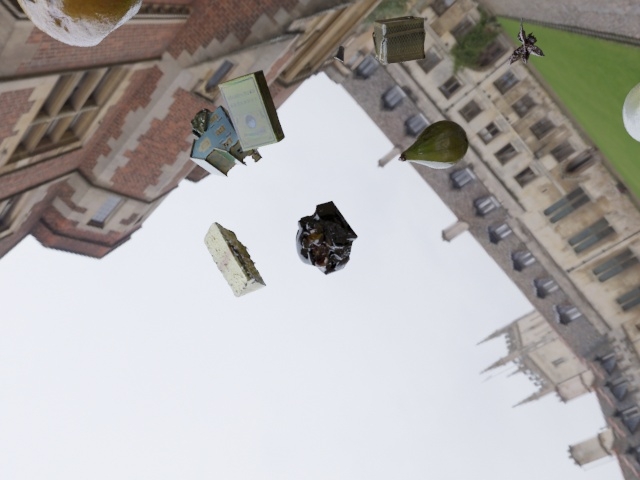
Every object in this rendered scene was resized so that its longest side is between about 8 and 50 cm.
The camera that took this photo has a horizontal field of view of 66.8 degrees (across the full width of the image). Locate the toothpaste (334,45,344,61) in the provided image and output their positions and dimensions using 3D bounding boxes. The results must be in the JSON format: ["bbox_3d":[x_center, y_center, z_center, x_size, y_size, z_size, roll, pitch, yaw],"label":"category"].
[{"bbox_3d":[0.069,-0.647,1.679,0.037,0.021,0.140,23,-143,-11],"label":"toothpaste"}]

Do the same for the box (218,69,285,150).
[{"bbox_3d":[-0.213,-0.403,1.521,0.064,0.140,0.220,-54,-48,-53],"label":"box"}]

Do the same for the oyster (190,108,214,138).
[{"bbox_3d":[-0.448,-0.491,2.158,0.267,0.112,0.198,26,-134,7],"label":"oyster"}]

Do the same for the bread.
[{"bbox_3d":[-0.304,0.068,1.713,0.266,0.141,0.178,58,-161,20],"label":"bread"}]

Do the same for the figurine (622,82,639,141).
[{"bbox_3d":[1.062,-0.410,1.334,0.274,0.394,0.227,25,-121,-7],"label":"figurine"}]

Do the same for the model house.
[{"bbox_3d":[-0.359,-0.332,1.784,0.271,0.206,0.178,56,-170,33],"label":"model house"}]

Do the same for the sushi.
[{"bbox_3d":[0.000,0.000,2.054,0.212,0.227,0.215,-16,-122,-28],"label":"sushi"}]

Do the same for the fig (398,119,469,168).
[{"bbox_3d":[0.297,-0.234,1.282,0.126,0.185,0.133,49,-174,-45],"label":"fig"}]

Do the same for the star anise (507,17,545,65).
[{"bbox_3d":[0.800,-0.784,1.927,0.144,0.141,0.158,4,-172,-38],"label":"star anise"}]

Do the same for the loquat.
[{"bbox_3d":[-0.563,-0.606,1.133,0.276,0.276,0.284,44,-124,-14],"label":"loquat"}]

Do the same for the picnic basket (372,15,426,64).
[{"bbox_3d":[0.295,-0.769,1.851,0.267,0.165,0.139,-98,0,-63],"label":"picnic basket"}]
